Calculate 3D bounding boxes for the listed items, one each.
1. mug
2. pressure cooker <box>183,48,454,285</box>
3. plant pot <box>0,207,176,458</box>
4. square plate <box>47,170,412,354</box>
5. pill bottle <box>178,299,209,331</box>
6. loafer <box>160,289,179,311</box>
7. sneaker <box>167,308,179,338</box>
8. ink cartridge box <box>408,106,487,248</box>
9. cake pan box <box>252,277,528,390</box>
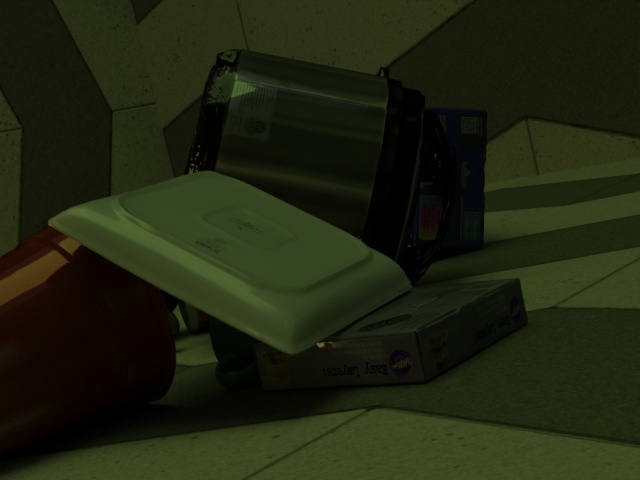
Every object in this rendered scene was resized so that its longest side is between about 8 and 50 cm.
[{"bbox_3d":[-0.074,0.120,1.592,0.097,0.157,0.129,-4,-15,22],"label":"mug"},{"bbox_3d":[0.004,-0.092,1.942,0.420,0.369,0.375,10,15,-2],"label":"pressure cooker"},{"bbox_3d":[-0.363,0.132,1.479,0.265,0.272,0.272,-28,14,-39],"label":"plant pot"},{"bbox_3d":[-0.093,0.004,1.488,0.347,0.049,0.344,26,21,20],"label":"square plate"},{"bbox_3d":[-0.139,0.076,2.118,0.216,0.121,0.121,-14,6,-14],"label":"pill bottle"},{"bbox_3d":[-0.291,0.100,2.121,0.076,0.078,0.223,-17,-15,-14],"label":"loafer"},{"bbox_3d":[-0.321,0.140,2.012,0.267,0.101,0.106,-8,5,39],"label":"sneaker"},{"bbox_3d":[0.212,-0.123,2.399,0.151,0.270,0.395,1,2,-16],"label":"ink cartridge box"},{"bbox_3d":[0.091,0.112,1.500,0.246,0.070,0.267,-6,9,36],"label":"cake pan box"}]
